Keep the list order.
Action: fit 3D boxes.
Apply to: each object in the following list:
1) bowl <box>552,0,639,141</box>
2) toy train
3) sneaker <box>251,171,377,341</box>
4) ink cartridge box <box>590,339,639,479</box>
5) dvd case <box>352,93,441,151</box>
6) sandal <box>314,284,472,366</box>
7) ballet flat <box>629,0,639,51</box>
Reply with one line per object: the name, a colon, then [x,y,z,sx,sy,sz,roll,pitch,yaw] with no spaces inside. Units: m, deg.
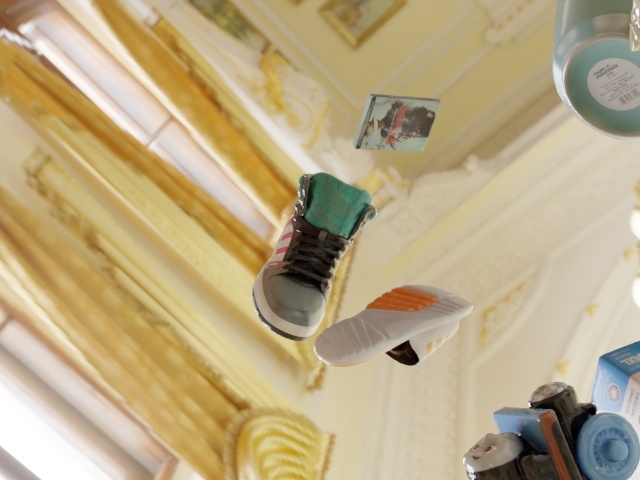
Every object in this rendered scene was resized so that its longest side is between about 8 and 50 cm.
bowl: [0.474,-0.270,1.465,0.311,0.311,0.163,-28,-161,51]
toy train: [0.148,0.179,0.573,0.105,0.184,0.080,-22,179,-19]
sneaker: [0.000,0.000,1.378,0.295,0.124,0.178,-78,-166,-60]
ink cartridge box: [0.385,0.220,1.041,0.086,0.148,0.203,-13,-149,-27]
dvd case: [0.111,-0.170,1.427,0.013,0.119,0.087,56,-43,47]
sandal: [0.090,0.128,1.281,0.265,0.076,0.102,-19,-148,-40]
ballet flat: [0.341,-0.250,0.968,0.057,0.052,0.168,-52,177,-27]
